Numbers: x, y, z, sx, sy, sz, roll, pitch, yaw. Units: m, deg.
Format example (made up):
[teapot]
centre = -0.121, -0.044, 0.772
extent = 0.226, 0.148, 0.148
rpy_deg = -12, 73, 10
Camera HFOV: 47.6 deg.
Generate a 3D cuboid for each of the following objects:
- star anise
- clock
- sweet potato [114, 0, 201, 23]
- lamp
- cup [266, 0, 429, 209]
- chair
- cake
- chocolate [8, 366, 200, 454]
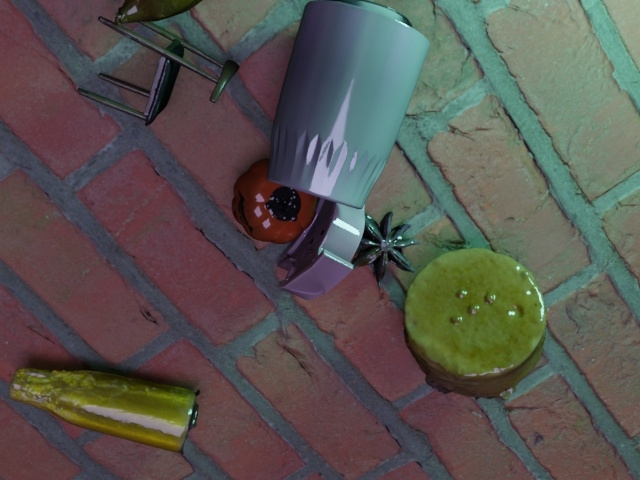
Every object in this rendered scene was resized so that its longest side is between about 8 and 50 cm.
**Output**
[star anise]
centre = 0.139, 0.017, 1.695
extent = 0.204, 0.061, 0.181
rpy_deg = 25, 98, -19
[clock]
centre = 0.000, 0.000, 1.626
extent = 0.080, 0.275, 0.290
rpy_deg = 28, 146, -17
[sweet potato]
centre = -0.245, -0.530, 1.371
extent = 0.369, 0.158, 0.158
rpy_deg = -40, 111, 2
[lamp]
centre = -0.103, -0.086, 1.586
extent = 0.187, 0.164, 0.188
rpy_deg = -4, 100, -24
[cup]
centre = 0.041, -0.265, 1.417
extent = 0.253, 0.253, 0.372
rpy_deg = 18, 95, -11
[chair]
centre = -0.317, -0.327, 1.455
extent = 0.272, 0.188, 0.166
rpy_deg = 21, 112, -9
[cake]
centre = 0.363, 0.218, 1.710
extent = 0.332, 0.332, 0.321
rpy_deg = -16, 151, 4
[chocolate]
centre = -0.523, 0.390, 1.770
extent = 0.445, 0.162, 0.162
rpy_deg = 17, 112, -10
